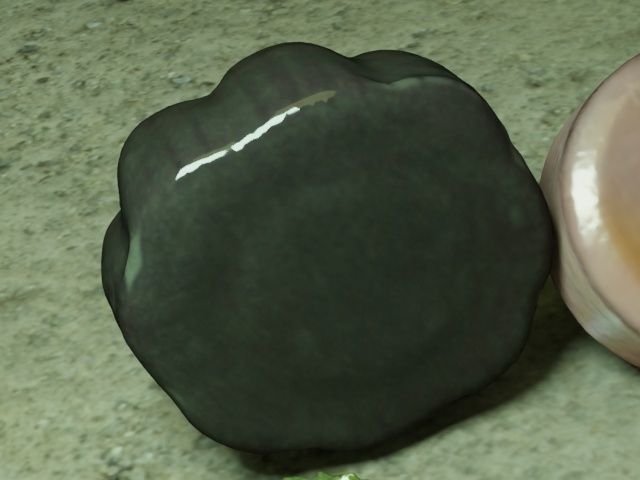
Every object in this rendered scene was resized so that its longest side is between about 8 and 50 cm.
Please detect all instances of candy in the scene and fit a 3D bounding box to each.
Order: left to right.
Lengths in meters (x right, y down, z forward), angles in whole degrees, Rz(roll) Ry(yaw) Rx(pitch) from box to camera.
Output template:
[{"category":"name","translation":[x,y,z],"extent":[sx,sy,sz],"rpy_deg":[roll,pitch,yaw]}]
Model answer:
[{"category":"candy","translation":[0.277,-0.028,1.003],"extent":[0.255,0.094,0.255],"rpy_deg":[2,75,-8]}]

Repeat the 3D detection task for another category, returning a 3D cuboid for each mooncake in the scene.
[{"category":"mooncake","translation":[0.000,0.000,0.985],"extent":[0.306,0.306,0.154],"rpy_deg":[-19,30,-10]}]

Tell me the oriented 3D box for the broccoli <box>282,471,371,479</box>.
[{"category":"broccoli","translation":[0.003,0.213,0.719],"extent":[0.254,0.302,0.186],"rpy_deg":[-13,80,6]}]

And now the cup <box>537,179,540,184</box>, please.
[{"category":"cup","translation":[0.250,-0.007,1.098],"extent":[0.133,0.136,0.099],"rpy_deg":[-23,-3,-15]}]
